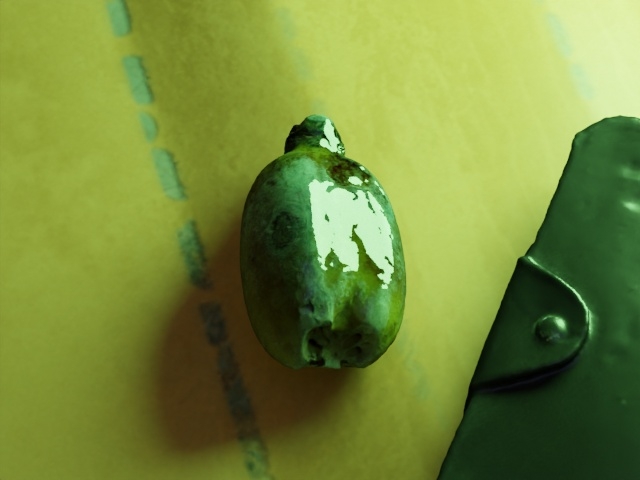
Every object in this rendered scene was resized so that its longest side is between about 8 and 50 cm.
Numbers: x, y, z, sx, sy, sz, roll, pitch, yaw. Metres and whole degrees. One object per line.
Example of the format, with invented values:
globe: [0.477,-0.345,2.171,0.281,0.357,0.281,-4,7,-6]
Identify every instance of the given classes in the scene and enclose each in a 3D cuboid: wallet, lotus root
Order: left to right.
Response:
lotus root: [0.000,0.000,1.198,0.113,0.088,0.192,4,58,-16]
wallet: [0.205,0.082,1.141,0.197,0.051,0.377,18,64,18]
